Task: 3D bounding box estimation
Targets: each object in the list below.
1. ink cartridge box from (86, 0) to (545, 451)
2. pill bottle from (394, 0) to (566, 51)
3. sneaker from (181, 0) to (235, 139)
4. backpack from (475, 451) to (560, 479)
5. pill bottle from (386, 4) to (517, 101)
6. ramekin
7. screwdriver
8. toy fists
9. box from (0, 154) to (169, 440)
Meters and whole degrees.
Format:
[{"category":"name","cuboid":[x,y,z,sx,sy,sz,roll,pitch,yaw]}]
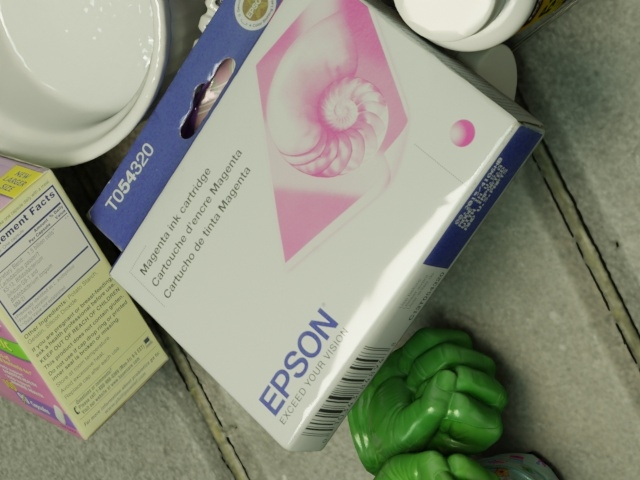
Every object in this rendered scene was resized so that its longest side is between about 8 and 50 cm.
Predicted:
[{"category":"ink cartridge box","cuboid":[-0.033,-0.054,1.339,0.330,0.071,0.324,41,106,26]},{"category":"pill bottle","cuboid":[0.132,-0.218,1.297,0.117,0.215,0.117,8,110,22]},{"category":"sneaker","cuboid":[-0.073,-0.132,1.492,0.104,0.095,0.236,24,114,7]},{"category":"backpack","cuboid":[0.144,0.275,1.510,0.182,0.115,0.152,-31,90,26]},{"category":"pill bottle","cuboid":[0.067,-0.143,1.392,0.187,0.112,0.112,15,112,31]},{"category":"ramekin","cuboid":[-0.237,-0.217,1.508,0.277,0.135,0.277,8,110,22]},{"category":"screwdriver","cuboid":[0.168,-0.166,1.415,0.170,0.025,0.024,-37,89,20]},{"category":"toy fists","cuboid":[0.092,0.197,1.435,0.142,0.279,0.096,-23,130,28]},{"category":"box","cuboid":[-0.294,0.041,1.533,0.213,0.117,0.243,17,143,46]}]
